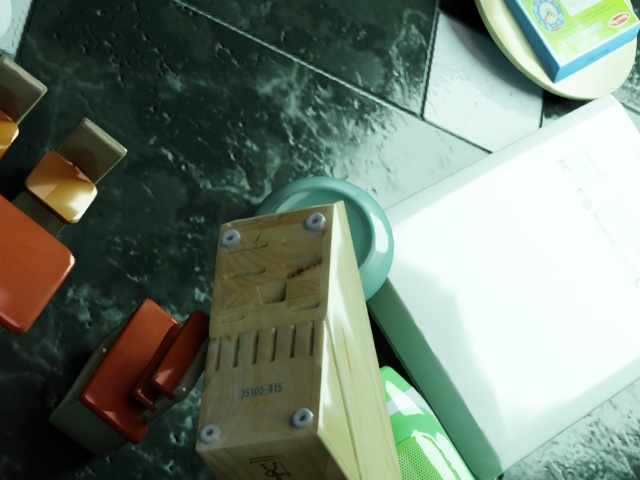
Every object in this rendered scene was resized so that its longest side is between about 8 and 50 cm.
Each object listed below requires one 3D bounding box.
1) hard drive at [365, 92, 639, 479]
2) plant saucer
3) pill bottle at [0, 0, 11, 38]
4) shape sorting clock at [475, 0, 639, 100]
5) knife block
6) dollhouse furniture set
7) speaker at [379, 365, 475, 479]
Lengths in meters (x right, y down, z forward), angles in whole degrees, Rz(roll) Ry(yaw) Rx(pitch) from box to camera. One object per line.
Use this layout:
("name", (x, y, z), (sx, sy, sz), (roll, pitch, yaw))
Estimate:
("hard drive", (0.198, 0.031, 1.673), (0.353, 0.047, 0.233), (-27, 83, -40))
("plant saucer", (0.000, 0.000, 1.540), (0.119, 0.021, 0.119), (1, 69, -2))
("pill bottle", (-0.290, -0.142, 1.368), (0.094, 0.094, 0.169), (48, 33, -4))
("shape sorting clock", (0.218, -0.225, 1.820), (0.206, 0.040, 0.206), (18, 56, -29))
("knife block", (0.002, 0.146, 1.352), (0.242, 0.088, 0.275), (60, 26, -48))
("dollhouse furniture set", (-0.206, 0.027, 1.352), (0.259, 0.135, 0.262), (39, 52, -11))
("speaker", (0.083, 0.246, 1.438), (0.131, 0.131, 0.296), (-28, 84, -39))
